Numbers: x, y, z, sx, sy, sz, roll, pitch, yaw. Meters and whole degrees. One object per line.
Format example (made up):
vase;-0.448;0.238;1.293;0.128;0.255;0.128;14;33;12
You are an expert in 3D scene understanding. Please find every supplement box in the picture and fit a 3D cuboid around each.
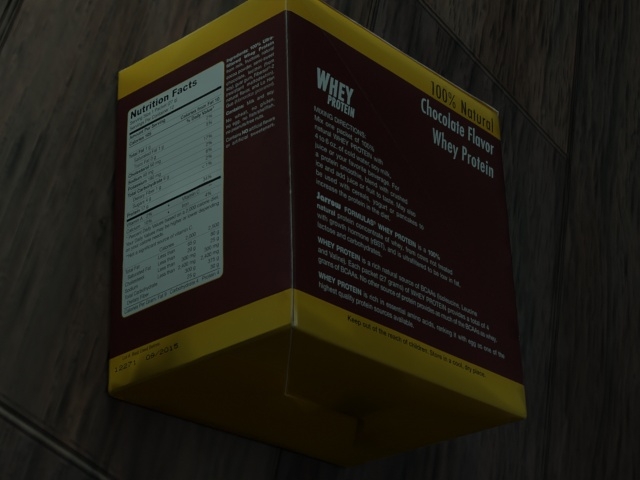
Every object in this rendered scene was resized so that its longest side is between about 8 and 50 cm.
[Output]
supplement box;0.000;0.000;0.786;0.191;0.129;0.194;25;54;-43
